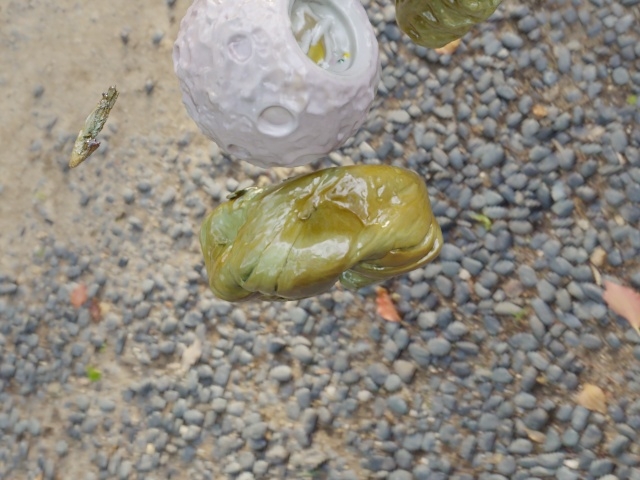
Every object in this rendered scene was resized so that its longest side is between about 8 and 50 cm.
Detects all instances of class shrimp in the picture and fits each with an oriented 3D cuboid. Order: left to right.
[{"bbox_3d":[-0.273,-0.135,1.182,0.114,0.023,0.083,-58,25,5],"label":"shrimp"}]

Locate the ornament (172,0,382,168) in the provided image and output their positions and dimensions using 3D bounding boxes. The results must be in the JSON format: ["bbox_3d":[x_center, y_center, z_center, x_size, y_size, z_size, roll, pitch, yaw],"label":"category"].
[{"bbox_3d":[-0.057,-0.213,1.206,0.225,0.259,0.259,-24,61,46],"label":"ornament"}]

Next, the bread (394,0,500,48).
[{"bbox_3d":[0.190,-0.379,1.435,0.130,0.268,0.152,-12,85,-16],"label":"bread"}]

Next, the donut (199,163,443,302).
[{"bbox_3d":[0.000,0.000,1.412,0.360,0.360,0.170,-16,81,23],"label":"donut"}]
